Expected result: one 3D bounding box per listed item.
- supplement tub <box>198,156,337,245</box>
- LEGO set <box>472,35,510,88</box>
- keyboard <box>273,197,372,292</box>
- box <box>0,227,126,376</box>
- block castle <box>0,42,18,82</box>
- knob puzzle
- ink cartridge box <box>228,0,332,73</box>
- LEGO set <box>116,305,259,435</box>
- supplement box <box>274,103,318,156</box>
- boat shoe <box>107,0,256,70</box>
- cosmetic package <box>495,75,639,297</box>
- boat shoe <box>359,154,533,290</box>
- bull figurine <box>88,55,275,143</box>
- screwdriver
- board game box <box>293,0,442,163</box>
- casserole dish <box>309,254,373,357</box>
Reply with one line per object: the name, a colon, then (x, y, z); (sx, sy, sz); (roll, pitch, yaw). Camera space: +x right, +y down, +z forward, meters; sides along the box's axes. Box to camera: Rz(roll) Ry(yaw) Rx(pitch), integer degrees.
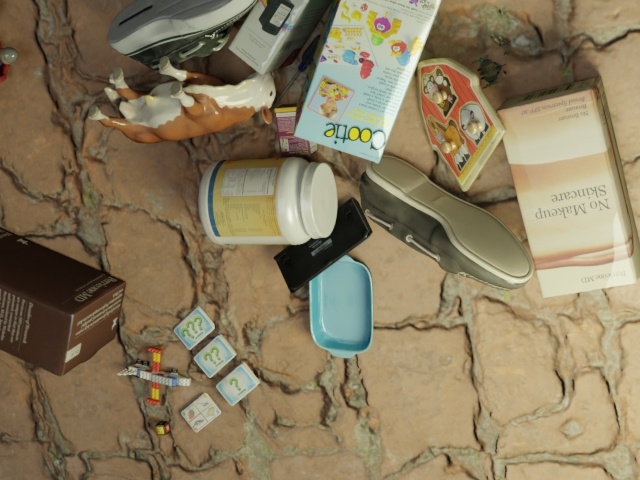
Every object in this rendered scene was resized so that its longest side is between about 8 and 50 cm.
supplement tub: (-0.085, -0.064, 1.853); (0.199, 0.144, 0.144); (0, 106, 20)
LEGO set: (0.266, -0.272, 1.726); (0.054, 0.023, 0.083); (38, 103, 4)
keyboard: (0.000, 0.000, 1.892); (0.180, 0.023, 0.108); (-37, 60, 19)
box: (-0.575, 0.092, 2.063); (0.381, 0.191, 0.143); (23, 113, 12)
block castle: (-0.699, -0.452, 1.875); (0.212, 0.303, 0.454); (-10, 104, 22)
knob puzzle: (0.194, -0.193, 1.712); (0.213, 0.030, 0.213); (46, 148, 42)
ink cartridge box: (-0.050, -0.357, 1.756); (0.072, 0.127, 0.175); (39, 115, 7)
LEGO set: (-0.255, 0.263, 2.073); (0.244, 0.060, 0.182); (-41, 86, 27)
supplement box: (-0.039, -0.183, 1.854); (0.054, 0.043, 0.083); (-1, 105, 20)
boat shoe: (-0.195, -0.355, 1.776); (0.335, 0.119, 0.121); (-8, 61, 44)
cosmetic package: (0.376, -0.080, 1.682); (0.153, 0.129, 0.296); (-13, 102, 23)
boat shoe: (0.192, -0.013, 1.760); (0.335, 0.112, 0.096); (40, 136, 29)
bull figurine: (-0.226, -0.228, 1.845); (0.310, 0.188, 0.101); (-14, 66, 31)
screwdriver: (-0.041, -0.270, 1.846); (0.024, 0.025, 0.170); (42, 125, 3)
board game box: (0.068, -0.283, 1.707); (0.144, 0.142, 0.275); (18, 113, -8)
casserole dish: (0.040, 0.108, 1.921); (0.114, 0.037, 0.189); (5, 107, 20)
